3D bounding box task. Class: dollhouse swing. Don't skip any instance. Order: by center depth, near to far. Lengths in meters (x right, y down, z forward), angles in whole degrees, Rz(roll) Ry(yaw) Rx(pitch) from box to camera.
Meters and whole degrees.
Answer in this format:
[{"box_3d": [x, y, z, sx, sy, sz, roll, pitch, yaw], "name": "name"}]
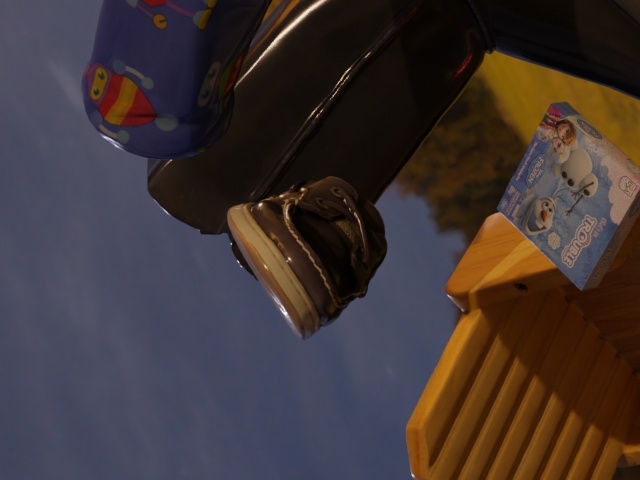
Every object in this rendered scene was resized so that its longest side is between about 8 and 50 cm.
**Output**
[{"box_3d": [0.316, 0.168, 1.662, 0.347, 0.315, 0.305, 46, -135, -29], "name": "dollhouse swing"}]

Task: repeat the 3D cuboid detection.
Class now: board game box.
[{"box_3d": [0.167, -0.030, 1.016, 0.020, 0.090, 0.090, -11, -134, -41], "name": "board game box"}]

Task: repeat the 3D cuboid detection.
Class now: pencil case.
[{"box_3d": [-0.077, -0.199, 1.097, 0.133, 0.306, 0.119, -18, -126, -44], "name": "pencil case"}]

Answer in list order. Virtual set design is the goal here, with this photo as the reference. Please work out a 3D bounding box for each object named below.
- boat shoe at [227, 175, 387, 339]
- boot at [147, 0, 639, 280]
[{"box_3d": [0.000, 0.000, 1.092, 0.102, 0.092, 0.285, 60, -176, -1], "name": "boat shoe"}, {"box_3d": [0.100, -0.115, 1.476, 0.367, 0.445, 0.146, 40, -174, -4], "name": "boot"}]
